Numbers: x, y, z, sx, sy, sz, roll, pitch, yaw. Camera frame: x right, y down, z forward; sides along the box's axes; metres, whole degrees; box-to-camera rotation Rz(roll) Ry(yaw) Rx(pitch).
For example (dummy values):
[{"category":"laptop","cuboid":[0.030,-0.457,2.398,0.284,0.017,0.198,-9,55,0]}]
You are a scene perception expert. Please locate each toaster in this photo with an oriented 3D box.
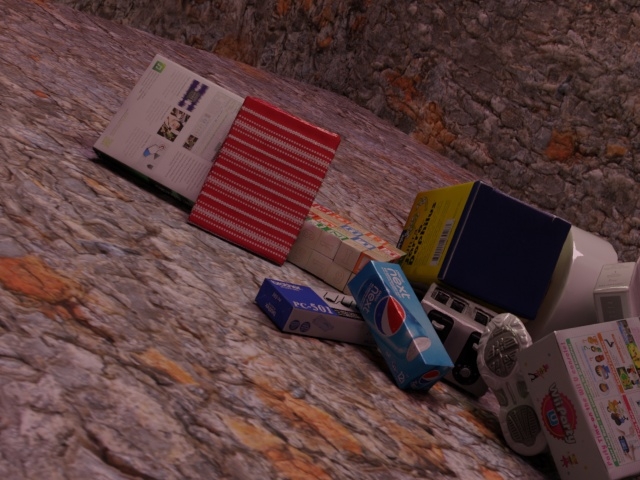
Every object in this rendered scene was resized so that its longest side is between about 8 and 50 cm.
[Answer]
[{"category":"toaster","cuboid":[0.232,0.166,1.691,0.168,0.110,0.186,29,15,8]}]

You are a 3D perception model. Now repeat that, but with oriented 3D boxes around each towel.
[{"category":"towel","cuboid":[-0.101,-0.115,1.839,0.199,0.275,0.031,25,-12,-1]}]

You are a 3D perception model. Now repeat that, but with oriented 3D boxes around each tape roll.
[{"category":"tape roll","cuboid":[0.444,0.110,1.905,0.100,0.286,0.286,22,15,-11]}]

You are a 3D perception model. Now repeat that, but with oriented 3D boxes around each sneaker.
[{"category":"sneaker","cuboid":[0.313,0.229,1.556,0.115,0.090,0.232,31,44,-53]}]

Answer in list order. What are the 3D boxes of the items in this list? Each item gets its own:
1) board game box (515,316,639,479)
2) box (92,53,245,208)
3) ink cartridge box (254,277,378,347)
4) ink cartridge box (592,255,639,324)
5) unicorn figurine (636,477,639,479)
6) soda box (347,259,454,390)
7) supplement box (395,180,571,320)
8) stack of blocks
[{"category":"board game box","cuboid":[0.466,0.236,1.497,0.303,0.097,0.224,-4,67,-34]},{"category":"box","cuboid":[-0.239,-0.189,1.911,0.322,0.232,0.058,29,-14,12]},{"category":"ink cartridge box","cuboid":[0.005,0.117,1.602,0.207,0.046,0.097,14,18,-38]},{"category":"ink cartridge box","cuboid":[0.554,0.180,1.768,0.066,0.296,0.261,-6,15,26]},{"category":"unicorn figurine","cuboid":[0.513,0.367,1.550,0.162,0.060,0.111,35,27,14]},{"category":"soda box","cuboid":[0.124,0.133,1.576,0.071,0.067,0.210,11,40,-42]},{"category":"supplement box","cuboid":[0.289,0.020,1.912,0.194,0.195,0.356,23,-6,-12]},{"category":"stack of blocks","cuboid":[0.000,0.000,1.921,0.297,0.087,0.171,30,15,16]}]
